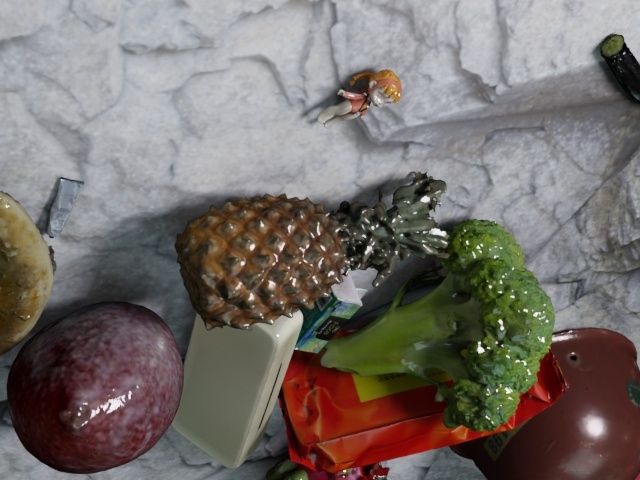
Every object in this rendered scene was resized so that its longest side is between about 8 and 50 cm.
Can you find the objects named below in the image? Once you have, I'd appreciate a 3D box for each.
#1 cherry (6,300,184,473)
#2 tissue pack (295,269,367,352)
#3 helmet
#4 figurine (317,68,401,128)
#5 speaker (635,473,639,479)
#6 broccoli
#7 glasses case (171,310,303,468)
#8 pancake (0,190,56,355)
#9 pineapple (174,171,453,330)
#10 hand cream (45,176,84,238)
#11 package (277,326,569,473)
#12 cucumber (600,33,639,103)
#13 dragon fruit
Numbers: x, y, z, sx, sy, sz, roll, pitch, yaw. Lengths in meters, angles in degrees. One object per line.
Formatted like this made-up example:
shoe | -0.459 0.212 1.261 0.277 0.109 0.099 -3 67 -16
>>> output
cherry | -0.290 0.192 1.507 0.230 0.300 0.203 -13 103 2
tissue pack | 0.006 0.092 1.642 0.079 0.085 0.111 16 127 -37
helmet | 0.413 0.348 1.989 0.337 0.230 0.385 13 127 -34
figurine | 0.046 -0.169 1.404 0.109 0.047 0.064 -26 147 20
speaker | 0.672 0.566 2.305 0.294 0.294 0.294 -12 139 -11
broccoli | 0.200 0.142 1.644 0.302 0.254 0.186 -48 159 21
glasses case | -0.123 0.185 1.649 0.070 0.131 0.313 -42 159 -44
pancake | -0.503 0.051 1.395 0.382 0.071 0.382 -12 138 -11
pineapple | 0.000 0.000 1.490 0.361 0.175 0.175 -19 140 -13
hand cream | -0.314 -0.040 1.419 0.030 0.019 0.093 10 124 -28
package | 0.135 0.213 1.745 0.423 0.196 0.123 -13 146 -12
cucumber | 0.409 -0.210 1.521 0.163 0.043 0.039 38 71 -48
dragon fruit | -0.006 0.440 1.948 0.198 0.218 0.273 27 135 3
